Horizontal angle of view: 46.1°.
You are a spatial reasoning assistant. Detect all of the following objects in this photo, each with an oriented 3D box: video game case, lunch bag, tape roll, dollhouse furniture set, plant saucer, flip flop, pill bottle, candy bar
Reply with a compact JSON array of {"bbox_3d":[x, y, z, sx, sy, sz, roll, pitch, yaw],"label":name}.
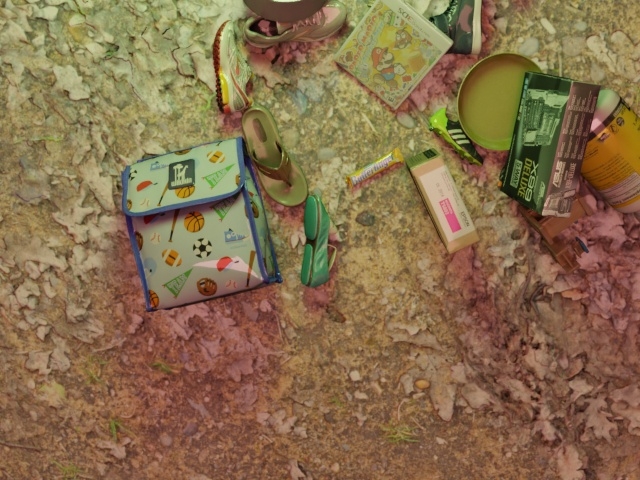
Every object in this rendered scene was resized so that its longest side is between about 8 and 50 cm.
[{"bbox_3d":[0.173,-0.461,1.830,0.206,0.026,0.227,38,127,-6],"label":"video game case"},{"bbox_3d":[-0.303,-0.043,1.877,0.327,0.239,0.386,-13,85,4],"label":"lunch bag"},{"bbox_3d":[-0.085,-0.623,1.772,0.219,0.072,0.219,1,65,-2],"label":"tape roll"},{"bbox_3d":[0.618,-0.039,1.920,0.129,0.129,0.184,-38,122,8],"label":"dollhouse furniture set"},{"bbox_3d":[0.452,-0.345,1.876,0.240,0.037,0.241,-2,105,-6],"label":"plant saucer"},{"bbox_3d":[-0.122,-0.209,1.909,0.112,0.080,0.277,-22,100,6],"label":"flip flop"},{"bbox_3d":[0.743,-0.191,1.838,0.334,0.188,0.188,44,99,-8],"label":"pill bottle"},{"bbox_3d":[0.138,-0.185,1.940,0.161,0.018,0.040,-28,99,6],"label":"candy bar"}]

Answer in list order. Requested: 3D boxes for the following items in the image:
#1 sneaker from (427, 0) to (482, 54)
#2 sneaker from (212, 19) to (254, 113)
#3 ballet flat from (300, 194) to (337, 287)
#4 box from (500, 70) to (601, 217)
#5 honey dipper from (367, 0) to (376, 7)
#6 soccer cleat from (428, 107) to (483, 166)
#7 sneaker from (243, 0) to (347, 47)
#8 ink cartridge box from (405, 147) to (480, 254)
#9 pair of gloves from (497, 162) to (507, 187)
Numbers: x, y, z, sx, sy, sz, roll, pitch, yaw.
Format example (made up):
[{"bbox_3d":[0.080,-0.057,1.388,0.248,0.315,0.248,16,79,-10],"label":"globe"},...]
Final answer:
[{"bbox_3d":[0.305,-0.561,1.821,0.163,0.086,0.226,-4,105,0],"label":"sneaker"},{"bbox_3d":[-0.217,-0.432,1.875,0.092,0.088,0.226,-7,102,-18],"label":"sneaker"},{"bbox_3d":[0.000,0.000,1.958,0.087,0.083,0.248,-2,104,-28],"label":"ballet flat"},{"bbox_3d":[0.534,-0.230,1.772,0.076,0.242,0.308,5,107,-11],"label":"box"},{"bbox_3d":[0.158,-0.646,1.840,0.030,0.030,0.161,22,100,-3],"label":"honey dipper"},{"bbox_3d":[0.354,-0.261,1.901,0.179,0.060,0.072,41,87,-6],"label":"soccer cleat"},{"bbox_3d":[-0.062,-0.523,1.823,0.262,0.121,0.099,-14,102,4],"label":"sneaker"},{"bbox_3d":[0.299,-0.102,1.863,0.088,0.193,0.235,-24,100,6],"label":"ink cartridge box"},{"bbox_3d":[0.503,-0.161,1.939,0.083,0.010,0.074,19,103,0],"label":"pair of gloves"}]
